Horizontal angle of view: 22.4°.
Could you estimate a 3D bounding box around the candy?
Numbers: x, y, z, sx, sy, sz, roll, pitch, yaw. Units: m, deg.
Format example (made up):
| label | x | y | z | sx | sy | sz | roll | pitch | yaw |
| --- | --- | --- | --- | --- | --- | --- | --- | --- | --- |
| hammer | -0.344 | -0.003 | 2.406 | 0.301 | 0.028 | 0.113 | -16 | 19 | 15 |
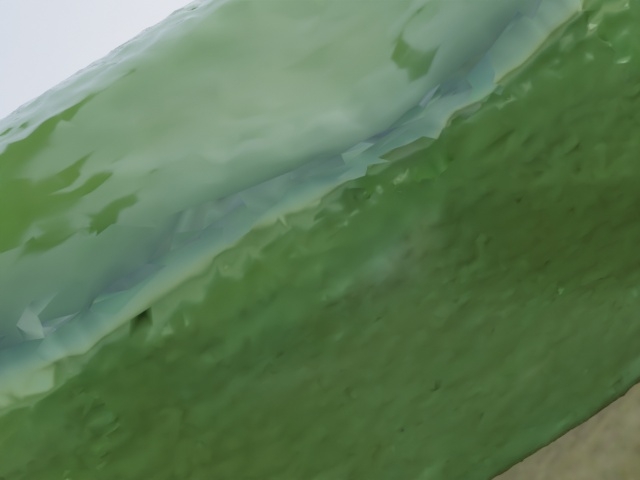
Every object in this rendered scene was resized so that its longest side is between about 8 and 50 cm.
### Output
| label | x | y | z | sx | sy | sz | roll | pitch | yaw |
| --- | --- | --- | --- | --- | --- | --- | --- | --- | --- |
| candy | 0.000 | 0.000 | 0.405 | 0.343 | 0.132 | 0.142 | -31 | 22 | -2 |
